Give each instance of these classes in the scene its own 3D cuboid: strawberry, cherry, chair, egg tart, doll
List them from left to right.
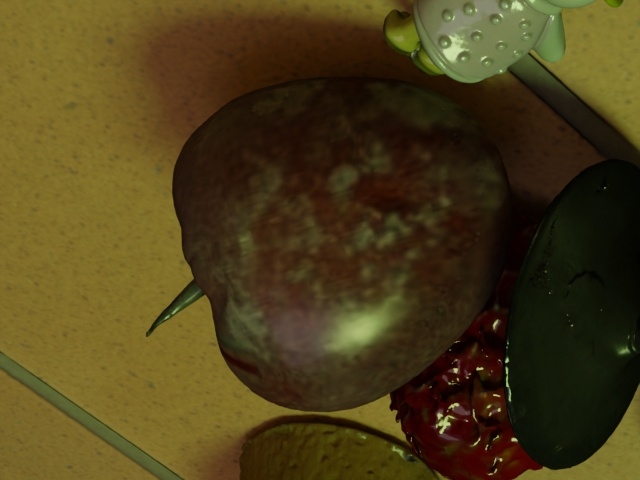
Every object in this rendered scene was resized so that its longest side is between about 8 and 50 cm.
[{"bbox_3d":[0.000,0.000,1.394,0.285,0.213,0.236,-28,95,8],"label":"cherry"},{"bbox_3d":[0.009,0.275,1.782,0.202,0.147,0.202,9,138,8],"label":"egg tart"},{"bbox_3d":[0.112,0.098,1.506,0.234,0.178,0.234,17,138,15],"label":"strawberry"},{"bbox_3d":[0.129,-0.163,1.271,0.129,0.081,0.207,34,137,-31],"label":"doll"},{"bbox_3d":[0.343,0.086,1.261,0.401,0.226,0.226,12,144,35],"label":"chair"}]
